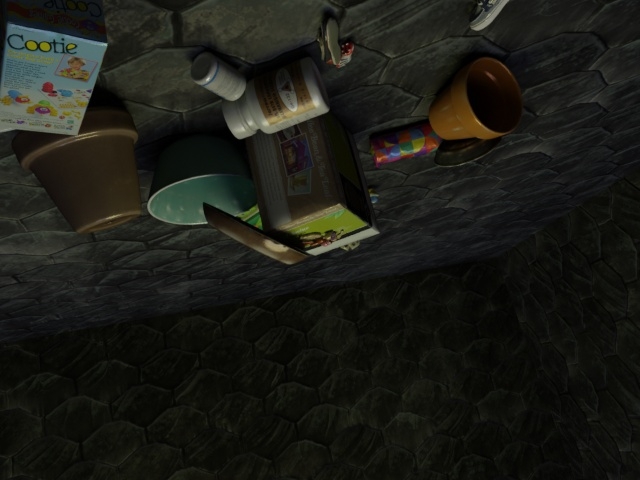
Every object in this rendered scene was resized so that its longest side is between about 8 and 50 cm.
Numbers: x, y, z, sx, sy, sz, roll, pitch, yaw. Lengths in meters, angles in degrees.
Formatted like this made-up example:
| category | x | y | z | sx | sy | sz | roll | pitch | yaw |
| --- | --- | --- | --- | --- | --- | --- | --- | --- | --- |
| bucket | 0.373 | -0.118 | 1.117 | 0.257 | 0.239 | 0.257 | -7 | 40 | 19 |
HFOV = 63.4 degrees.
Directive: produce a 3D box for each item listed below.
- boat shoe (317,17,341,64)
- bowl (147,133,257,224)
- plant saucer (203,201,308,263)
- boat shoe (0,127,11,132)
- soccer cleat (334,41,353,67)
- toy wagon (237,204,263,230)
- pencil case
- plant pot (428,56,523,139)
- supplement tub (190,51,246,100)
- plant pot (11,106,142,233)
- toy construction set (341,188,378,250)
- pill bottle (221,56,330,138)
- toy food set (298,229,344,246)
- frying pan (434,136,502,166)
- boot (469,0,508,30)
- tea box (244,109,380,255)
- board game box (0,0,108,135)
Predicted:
| category | x | y | z | sx | sy | sz | roll | pitch | yaw |
| --- | --- | --- | --- | --- | --- | --- | --- | --- | --- |
| boat shoe | 0.015 | -0.429 | 1.116 | 0.043 | 0.049 | 0.137 | 24 | 169 | 15 |
| bowl | -0.323 | -0.177 | 1.425 | 0.311 | 0.163 | 0.311 | -12 | 162 | -4 |
| plant saucer | -0.179 | -0.011 | 1.370 | 0.311 | 0.050 | 0.310 | 28 | 180 | 0 |
| boat shoe | -0.703 | -0.259 | 1.008 | 0.302 | 0.109 | 0.094 | -16 | 121 | -30 |
| soccer cleat | 0.059 | -0.426 | 1.186 | 0.036 | 0.029 | 0.083 | -14 | 167 | -29 |
| toy wagon | -0.193 | -0.097 | 1.912 | 0.267 | 0.068 | 0.344 | -29 | 157 | 38 |
| pencil case | 0.271 | -0.299 | 1.609 | 0.236 | 0.104 | 0.104 | -13 | 162 | 0 |
| plant pot | 0.401 | -0.358 | 1.398 | 0.205 | 0.205 | 0.188 | -3 | 174 | -29 |
| supplement tub | -0.221 | -0.354 | 1.121 | 0.071 | 0.071 | 0.107 | -23 | 159 | 27 |
| plant pot | -0.517 | -0.143 | 1.168 | 0.263 | 0.229 | 0.263 | -20 | -178 | 1 |
| toy construction set | 0.095 | -0.086 | 2.060 | 0.215 | 0.151 | 0.327 | -9 | 151 | -14 |
| pill bottle | -0.105 | -0.323 | 1.202 | 0.229 | 0.131 | 0.131 | -18 | 162 | 13 |
| toy food set | 0.000 | 0.000 | 1.359 | 0.122 | 0.019 | 0.078 | -8 | 161 | -15 |
| frying pan | 0.466 | -0.310 | 1.509 | 0.326 | 0.053 | 0.197 | -38 | -154 | -20 |
| boot | 0.349 | -0.522 | 1.076 | 0.086 | 0.069 | 0.190 | 17 | 156 | -16 |
| tea box | -0.019 | -0.167 | 1.412 | 0.220 | 0.329 | 0.323 | -19 | 160 | 18 |
| board game box | -0.480 | -0.324 | 0.904 | 0.144 | 0.142 | 0.275 | 0 | 158 | -36 |
